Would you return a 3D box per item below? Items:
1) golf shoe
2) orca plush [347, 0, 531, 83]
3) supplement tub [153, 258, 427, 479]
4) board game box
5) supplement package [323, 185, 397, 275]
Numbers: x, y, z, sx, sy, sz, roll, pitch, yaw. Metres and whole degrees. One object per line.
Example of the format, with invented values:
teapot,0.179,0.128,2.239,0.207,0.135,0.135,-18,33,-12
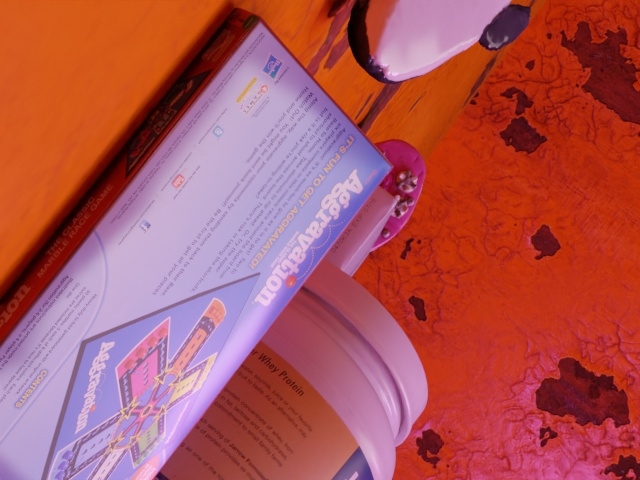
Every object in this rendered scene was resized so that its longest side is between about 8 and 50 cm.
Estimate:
golf shoe,0.000,0.000,1.269,0.306,0.115,0.140,-46,-175,-6
orca plush,0.101,-0.243,0.779,0.151,0.102,0.287,24,94,-39
supplement tub,-0.088,0.171,0.775,0.316,0.228,0.228,-45,171,-29
board game box,-0.085,0.027,0.588,0.281,0.027,0.145,-52,133,-6
supplement package,-0.004,-0.006,1.096,0.105,0.105,0.179,-52,175,-17
